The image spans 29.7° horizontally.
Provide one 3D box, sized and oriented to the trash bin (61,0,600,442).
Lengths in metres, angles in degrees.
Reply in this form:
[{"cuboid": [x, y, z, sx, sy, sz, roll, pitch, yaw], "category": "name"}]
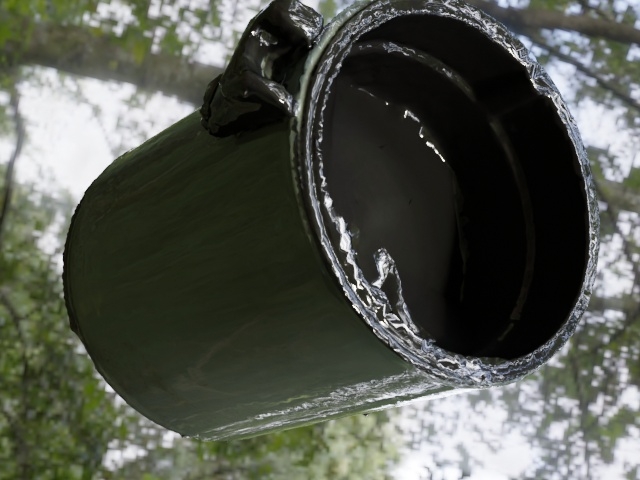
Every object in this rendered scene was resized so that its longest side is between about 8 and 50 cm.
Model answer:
[{"cuboid": [0.000, 0.000, 0.731, 0.262, 0.277, 0.217, -21, -141, 50], "category": "trash bin"}]
